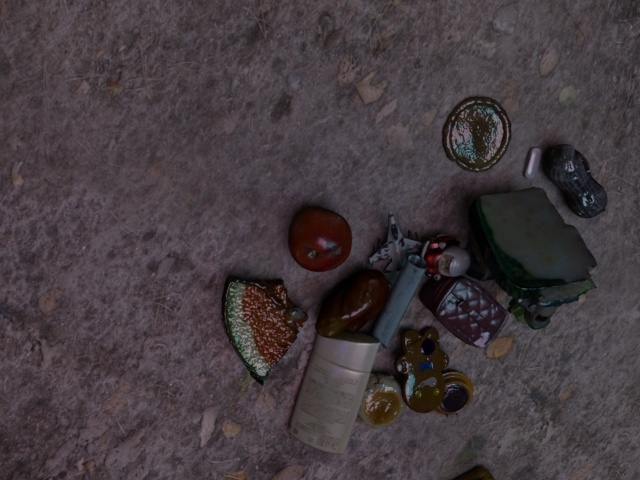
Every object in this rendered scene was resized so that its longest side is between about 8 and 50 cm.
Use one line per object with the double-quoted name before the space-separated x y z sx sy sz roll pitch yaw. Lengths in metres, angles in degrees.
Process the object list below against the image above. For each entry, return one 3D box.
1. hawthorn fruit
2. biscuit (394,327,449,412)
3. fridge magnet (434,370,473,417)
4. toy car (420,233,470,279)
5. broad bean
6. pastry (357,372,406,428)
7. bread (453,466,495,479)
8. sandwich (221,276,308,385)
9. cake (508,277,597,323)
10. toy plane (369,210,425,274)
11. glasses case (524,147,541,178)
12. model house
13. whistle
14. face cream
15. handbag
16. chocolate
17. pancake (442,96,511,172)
"hawthorn fruit" 0.000 0.000 1.484 0.172 0.173 0.173 -3 106 -10
"biscuit" 0.286 0.362 1.668 0.179 0.039 0.236 -3 89 -27
"fridge magnet" 0.379 0.448 1.742 0.143 0.063 0.143 -3 108 -8
"toy car" 0.341 0.047 1.573 0.139 0.112 0.112 -17 119 -40
"broad bean" 0.085 0.171 1.556 0.228 0.156 0.122 -45 105 -2
"pastry" 0.161 0.447 1.687 0.165 0.088 0.166 -3 103 -12
"bread" 0.389 0.857 1.840 0.380 0.109 0.185 -27 109 -5
"sandwich" -0.158 0.197 1.545 0.212 0.109 0.292 -35 112 -7
"cake" 0.654 0.143 1.728 0.235 0.099 0.100 -37 112 23
"toy plane" 0.197 0.007 1.570 0.160 0.082 0.234 -15 120 2
"glasses case" 0.573 -0.208 1.615 0.032 0.021 0.083 7 104 -11
"model house" 0.512 0.067 1.543 0.243 0.298 0.284 -11 144 -6
"whistle" 0.199 0.178 1.588 0.062 0.062 0.312 13 119 -15
"face cream" 0.034 0.402 1.637 0.173 0.081 0.349 18 102 12
"handbag" 0.390 0.185 1.632 0.225 0.135 0.146 40 92 -18
"chocolate" 0.687 -0.156 1.612 0.110 0.110 0.248 -38 109 1
"pancake" 0.410 -0.275 1.564 0.199 0.021 0.199 -3 106 -9
